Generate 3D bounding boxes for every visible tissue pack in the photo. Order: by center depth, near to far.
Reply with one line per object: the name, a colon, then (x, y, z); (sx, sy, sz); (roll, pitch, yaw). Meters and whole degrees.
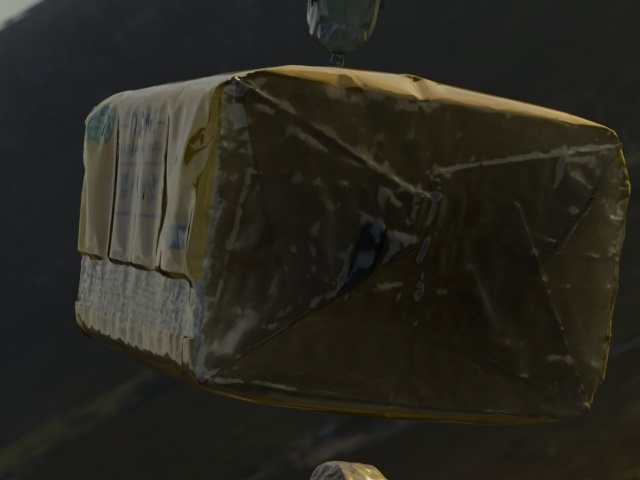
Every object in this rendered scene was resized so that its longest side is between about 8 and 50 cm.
tissue pack: (0.000, 0.000, 1.289); (0.293, 0.228, 0.382); (8, 0, -19)

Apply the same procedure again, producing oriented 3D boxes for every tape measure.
tape measure: (0.017, -0.194, 1.872); (0.084, 0.330, 0.164); (10, 25, 2)

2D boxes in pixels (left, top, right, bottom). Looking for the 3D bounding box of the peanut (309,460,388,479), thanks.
peanut: (0.043, 0.276, 1.513); (0.110, 0.196, 0.233); (-22, -9, -10)
